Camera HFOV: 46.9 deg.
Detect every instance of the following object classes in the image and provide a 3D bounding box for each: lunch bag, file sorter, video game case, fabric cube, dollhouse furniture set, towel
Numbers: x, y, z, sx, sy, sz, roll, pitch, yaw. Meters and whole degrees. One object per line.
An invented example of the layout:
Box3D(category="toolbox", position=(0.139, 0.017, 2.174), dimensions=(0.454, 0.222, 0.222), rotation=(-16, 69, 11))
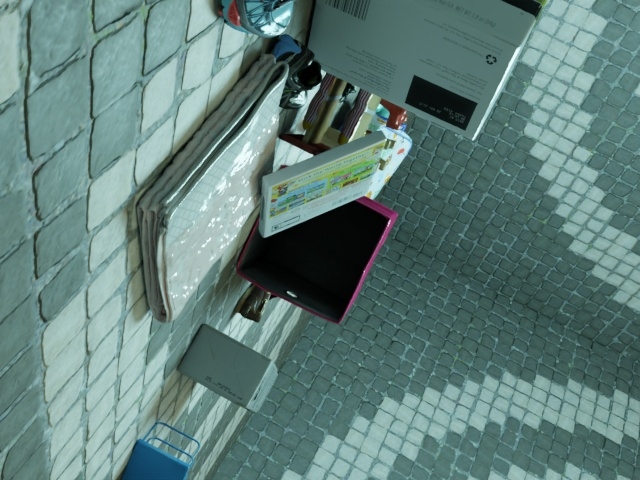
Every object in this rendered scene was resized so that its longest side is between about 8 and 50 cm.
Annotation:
Box3D(category="lunch bag", position=(0.118, -0.223, 1.928), dimensions=(0.243, 0.115, 0.303), rotation=(-56, 160, 12))
Box3D(category="file sorter", position=(-0.341, 0.491, 1.556), dimensions=(0.170, 0.118, 0.104), rotation=(-65, 175, 17))
Box3D(category="video game case", position=(-0.002, -0.097, 1.307), dimensions=(0.226, 0.026, 0.206), rotation=(-23, 161, -16))
Box3D(category="fabric cube", position=(0.000, 0.000, 1.637), dimensions=(0.259, 0.254, 0.258), rotation=(-64, 174, 8))
Box3D(category="dollhouse furniture set", position=(0.073, -0.261, 1.506), dimensions=(0.201, 0.152, 0.374), rotation=(-64, 169, 12))
Box3D(category="towel", position=(-0.153, -0.070, 1.101), dimensions=(0.332, 0.053, 0.317), rotation=(-57, 171, -31))

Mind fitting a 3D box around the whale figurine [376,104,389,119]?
Box3D(category="whale figurine", position=(0.191, -0.389, 1.999), dimensions=(0.216, 0.141, 0.272), rotation=(-55, 170, -50))

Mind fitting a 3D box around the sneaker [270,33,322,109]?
Box3D(category="sneaker", position=(-0.037, -0.249, 1.151), dimensions=(0.067, 0.078, 0.188), rotation=(-61, 173, -13))

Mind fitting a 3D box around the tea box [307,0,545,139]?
Box3D(category="tea box", position=(0.198, -0.403, 1.253), dimensions=(0.324, 0.328, 0.220), rotation=(-59, 172, -34))

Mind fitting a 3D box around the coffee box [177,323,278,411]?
Box3D(category="coffee box", position=(-0.196, 0.292, 1.651), dimensions=(0.119, 0.168, 0.297), rotation=(-61, 173, -13))

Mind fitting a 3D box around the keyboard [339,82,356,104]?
Box3D(category="keyboard", position=(0.039, -0.344, 1.582), dimensions=(0.192, 0.038, 0.100), rotation=(-52, 144, -48))

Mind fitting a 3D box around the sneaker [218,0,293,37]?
Box3D(category="sneaker", position=(-0.042, -0.285, 0.792), dimensions=(0.104, 0.125, 0.262), rotation=(-61, 172, -11))

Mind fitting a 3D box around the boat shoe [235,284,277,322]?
Box3D(category="boat shoe", position=(-0.136, 0.124, 1.846), dimensions=(0.207, 0.073, 0.073), rotation=(-58, 171, -41))
